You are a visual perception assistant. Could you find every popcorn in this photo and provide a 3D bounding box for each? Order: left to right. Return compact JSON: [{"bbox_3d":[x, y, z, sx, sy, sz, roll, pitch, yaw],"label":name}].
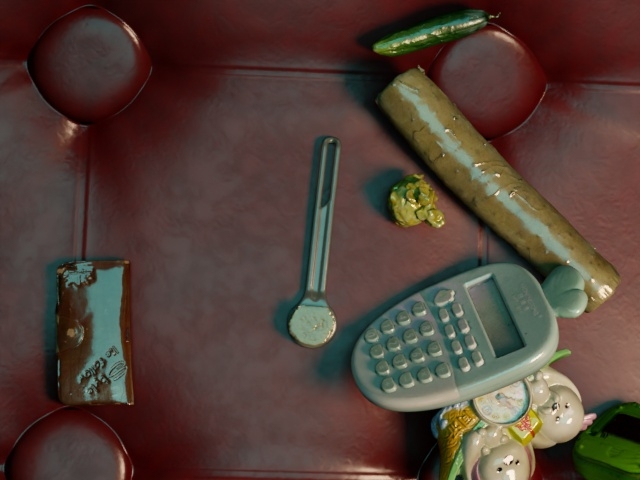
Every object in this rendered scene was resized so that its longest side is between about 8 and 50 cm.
[{"bbox_3d":[0.119,-0.043,1.620,0.083,0.059,0.068,33,122,9],"label":"popcorn"}]

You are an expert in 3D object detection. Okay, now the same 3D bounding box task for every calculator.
[{"bbox_3d":[0.177,0.111,1.560,0.295,0.042,0.184,-22,40,4],"label":"calculator"}]

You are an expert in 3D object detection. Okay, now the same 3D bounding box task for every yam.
[{"bbox_3d":[0.216,-0.060,1.617,0.083,0.083,0.371,-43,89,-7],"label":"yam"}]

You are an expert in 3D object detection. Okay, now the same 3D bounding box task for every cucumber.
[{"bbox_3d":[0.143,-0.264,1.657,0.168,0.039,0.039,-18,85,-3],"label":"cucumber"}]

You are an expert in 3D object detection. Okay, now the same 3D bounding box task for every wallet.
[{"bbox_3d":[-0.274,0.112,1.596,0.095,0.026,0.176,-1,83,-1],"label":"wallet"}]

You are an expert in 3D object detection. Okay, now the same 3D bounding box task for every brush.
[{"bbox_3d":[0.000,0.000,1.623,0.062,0.027,0.266,6,83,-3],"label":"brush"}]

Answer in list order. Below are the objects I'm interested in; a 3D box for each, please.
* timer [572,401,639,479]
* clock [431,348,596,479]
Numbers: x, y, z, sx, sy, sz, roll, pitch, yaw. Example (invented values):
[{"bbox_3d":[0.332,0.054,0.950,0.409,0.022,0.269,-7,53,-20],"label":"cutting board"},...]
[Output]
[{"bbox_3d":[0.374,0.244,1.557,0.128,0.140,0.047,-35,120,-29],"label":"timer"},{"bbox_3d":[0.225,0.218,1.574,0.144,0.103,0.231,44,82,11],"label":"clock"}]
